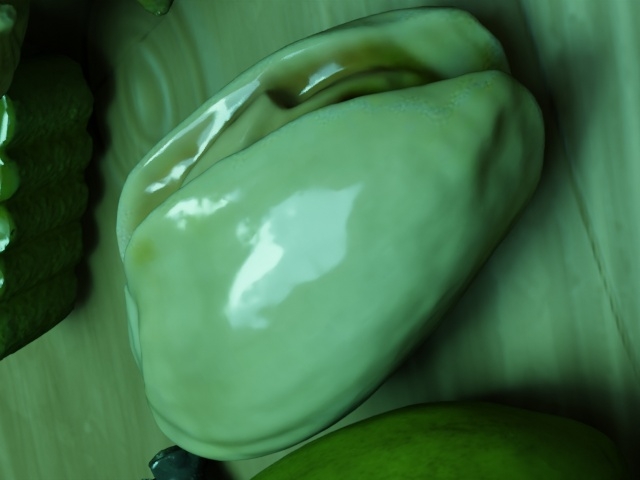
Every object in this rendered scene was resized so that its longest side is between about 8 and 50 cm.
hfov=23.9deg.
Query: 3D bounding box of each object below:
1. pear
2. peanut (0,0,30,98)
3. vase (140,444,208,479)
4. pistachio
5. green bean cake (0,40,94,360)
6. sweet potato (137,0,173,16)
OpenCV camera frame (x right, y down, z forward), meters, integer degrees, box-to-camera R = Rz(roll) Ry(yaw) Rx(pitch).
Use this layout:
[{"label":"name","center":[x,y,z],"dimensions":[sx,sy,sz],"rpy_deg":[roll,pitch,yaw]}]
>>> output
[{"label":"pear","center":[0.050,0.221,0.872],"dimensions":[0.307,0.253,0.253],"rpy_deg":[-16,95,7]},{"label":"peanut","center":[-0.254,-0.167,0.949],"dimensions":[0.263,0.117,0.101],"rpy_deg":[49,159,43]},{"label":"vase","center":[-0.069,0.227,1.045],"dimensions":[0.120,0.120,0.183],"rpy_deg":[-39,69,32]},{"label":"pistachio","center":[0.000,0.000,0.901],"dimensions":[0.318,0.214,0.193],"rpy_deg":[-41,38,24]},{"label":"green bean cake","center":[-0.278,-0.047,1.080],"dimensions":[0.236,0.124,0.233],"rpy_deg":[21,112,24]},{"label":"sweet potato","center":[-0.214,-0.306,0.973],"dimensions":[0.423,0.130,0.130],"rpy_deg":[46,121,14]}]
